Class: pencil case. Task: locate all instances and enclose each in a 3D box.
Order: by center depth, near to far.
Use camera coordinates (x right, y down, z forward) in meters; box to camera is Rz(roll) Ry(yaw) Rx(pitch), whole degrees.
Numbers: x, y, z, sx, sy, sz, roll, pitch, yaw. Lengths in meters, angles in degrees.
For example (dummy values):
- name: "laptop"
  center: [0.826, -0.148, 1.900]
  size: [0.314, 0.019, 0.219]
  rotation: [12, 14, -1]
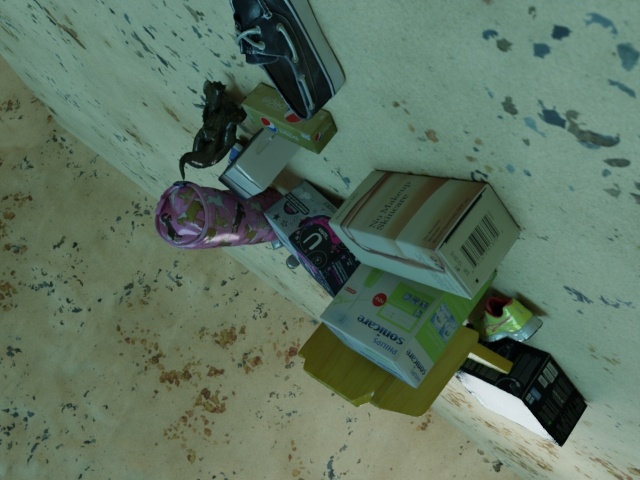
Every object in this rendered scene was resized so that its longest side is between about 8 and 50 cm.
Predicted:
- name: "pencil case"
  center: [-0.227, -0.063, 1.504]
  size: [0.386, 0.160, 0.167]
  rotation: [-3, -106, -61]

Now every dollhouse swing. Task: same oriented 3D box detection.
- name: "dollhouse swing"
  center: [0.200, 0.289, 1.396]
  size: [0.305, 0.315, 0.347]
  rotation: [48, 164, -26]

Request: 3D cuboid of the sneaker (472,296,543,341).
- name: "sneaker"
  center: [0.378, 0.157, 1.290]
  size: [0.094, 0.081, 0.208]
  rotation: [47, 160, -4]

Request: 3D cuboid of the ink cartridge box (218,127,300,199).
- name: "ink cartridge box"
  center: [-0.135, -0.176, 1.339]
  size: [0.086, 0.148, 0.203]
  rotation: [41, 167, -14]

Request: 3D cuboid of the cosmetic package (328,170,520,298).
- name: "cosmetic package"
  center: [0.169, -0.022, 1.060]
  size: [0.129, 0.153, 0.296]
  rotation: [48, 162, -29]

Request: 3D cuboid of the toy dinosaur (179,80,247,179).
- name: "toy dinosaur"
  center: [-0.218, -0.225, 1.284]
  size: [0.121, 0.313, 0.160]
  rotation: [15, 147, -14]

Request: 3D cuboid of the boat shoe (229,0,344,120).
- name: "boat shoe"
  center: [-0.074, -0.297, 0.873]
  size: [0.108, 0.102, 0.301]
  rotation: [26, 162, 41]

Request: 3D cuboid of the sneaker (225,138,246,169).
- name: "sneaker"
  center: [-0.208, -0.196, 1.607]
  size: [0.080, 0.081, 0.211]
  rotation: [38, 165, 10]

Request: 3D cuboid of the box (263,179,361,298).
- name: "box"
  center: [0.000, 0.000, 1.470]
  size: [0.247, 0.142, 0.163]
  rotation: [44, 169, 36]

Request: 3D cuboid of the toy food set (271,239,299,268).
- name: "toy food set"
  center: [-0.093, -0.039, 1.730]
  size: [0.104, 0.111, 0.232]
  rotation: [129, 120, -77]

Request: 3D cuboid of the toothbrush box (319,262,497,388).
- name: "toothbrush box"
  center: [0.173, 0.108, 1.194]
  size: [0.206, 0.283, 0.122]
  rotation: [26, 163, 44]

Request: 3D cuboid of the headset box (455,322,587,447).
- name: "headset box"
  center: [0.480, 0.357, 1.547]
  size: [0.246, 0.131, 0.283]
  rotation: [47, 164, -31]

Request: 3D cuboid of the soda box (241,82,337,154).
- name: "soda box"
  center: [-0.060, -0.232, 1.146]
  size: [0.181, 0.061, 0.058]
  rotation: [30, 165, 29]
